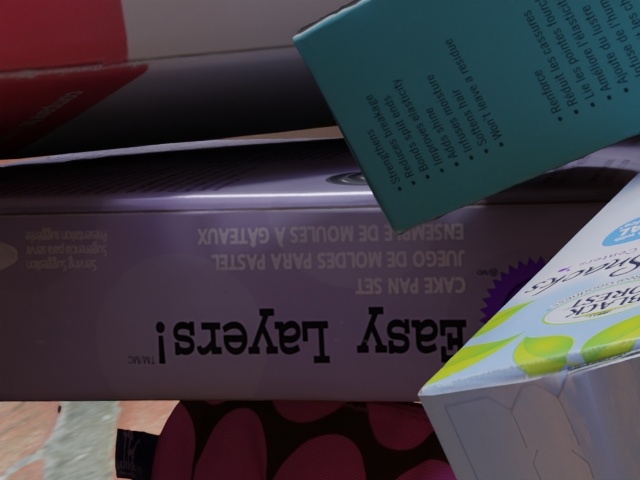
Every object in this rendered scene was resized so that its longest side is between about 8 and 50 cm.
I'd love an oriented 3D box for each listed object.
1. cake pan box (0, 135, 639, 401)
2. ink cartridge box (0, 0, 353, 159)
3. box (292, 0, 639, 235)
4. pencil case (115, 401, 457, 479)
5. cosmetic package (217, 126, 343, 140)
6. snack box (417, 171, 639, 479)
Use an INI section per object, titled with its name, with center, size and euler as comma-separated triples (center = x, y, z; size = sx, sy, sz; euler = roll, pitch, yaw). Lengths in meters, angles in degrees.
[cake pan box]
center = 0.000, 0.000, 0.661
size = 0.246, 0.070, 0.267
euler = 1, 7, 12
[ink cartridge box]
center = -0.020, -0.182, 0.666
size = 0.385, 0.279, 0.160
euler = -8, -7, -29
[box]
center = 0.116, -0.079, 0.439
size = 0.244, 0.060, 0.100
euler = -24, 6, 41
[pencil case]
center = 0.022, 0.086, 0.608
size = 0.095, 0.098, 0.209
euler = 2, 1, -34
[cosmetic package]
center = 0.041, -0.256, 1.111
size = 0.327, 0.329, 0.393
euler = -13, 50, 23
[snack box]
center = 0.125, 0.058, 0.422
size = 0.070, 0.174, 0.207
euler = -16, 14, 37
